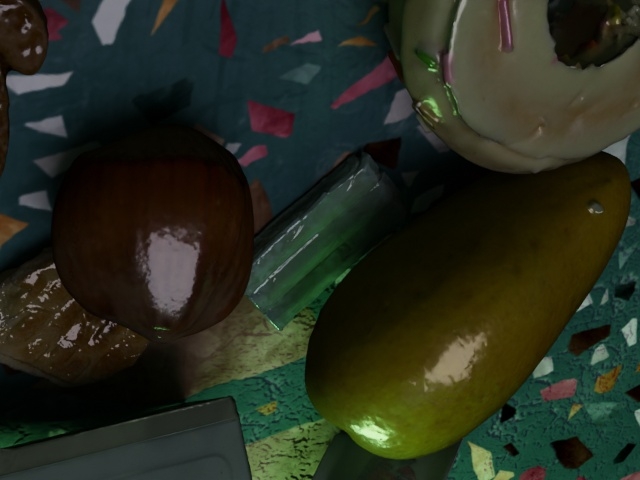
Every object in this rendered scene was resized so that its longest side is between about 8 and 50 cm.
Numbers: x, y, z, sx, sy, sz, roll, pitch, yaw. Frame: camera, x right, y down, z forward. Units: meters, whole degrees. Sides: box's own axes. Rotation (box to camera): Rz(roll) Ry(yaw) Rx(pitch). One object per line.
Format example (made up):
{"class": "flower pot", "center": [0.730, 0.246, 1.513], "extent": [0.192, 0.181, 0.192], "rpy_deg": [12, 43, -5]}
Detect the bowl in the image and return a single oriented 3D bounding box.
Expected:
{"class": "bowl", "center": [0.063, 0.343, 1.560], "extent": [0.157, 0.345, 0.345], "rpy_deg": [24, 119, 9]}

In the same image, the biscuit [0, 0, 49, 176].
{"class": "biscuit", "center": [-0.405, -0.156, 1.023], "extent": [0.350, 0.070, 0.394], "rpy_deg": [-14, 130, -21]}

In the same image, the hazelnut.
{"class": "hazelnut", "center": [-0.150, -0.013, 1.185], "extent": [0.210, 0.210, 0.186], "rpy_deg": [13, 121, -35]}

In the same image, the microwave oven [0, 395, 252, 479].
{"class": "microwave oven", "center": [-0.261, 0.333, 1.316], "extent": [0.355, 0.218, 0.286], "rpy_deg": [-12, 86, -24]}

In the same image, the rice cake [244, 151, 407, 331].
{"class": "rice cake", "center": [0.000, 0.000, 1.379], "extent": [0.211, 0.038, 0.124], "rpy_deg": [-38, 133, 1]}

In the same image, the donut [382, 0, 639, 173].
{"class": "donut", "center": [0.215, -0.223, 1.238], "extent": [0.371, 0.150, 0.307], "rpy_deg": [31, 100, -39]}

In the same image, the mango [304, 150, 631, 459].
{"class": "mango", "center": [0.171, 0.051, 1.355], "extent": [0.445, 0.220, 0.301], "rpy_deg": [-44, 178, -8]}

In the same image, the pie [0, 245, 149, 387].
{"class": "pie", "center": [-0.262, 0.078, 1.295], "extent": [0.195, 0.046, 0.195], "rpy_deg": [-14, 131, -17]}
